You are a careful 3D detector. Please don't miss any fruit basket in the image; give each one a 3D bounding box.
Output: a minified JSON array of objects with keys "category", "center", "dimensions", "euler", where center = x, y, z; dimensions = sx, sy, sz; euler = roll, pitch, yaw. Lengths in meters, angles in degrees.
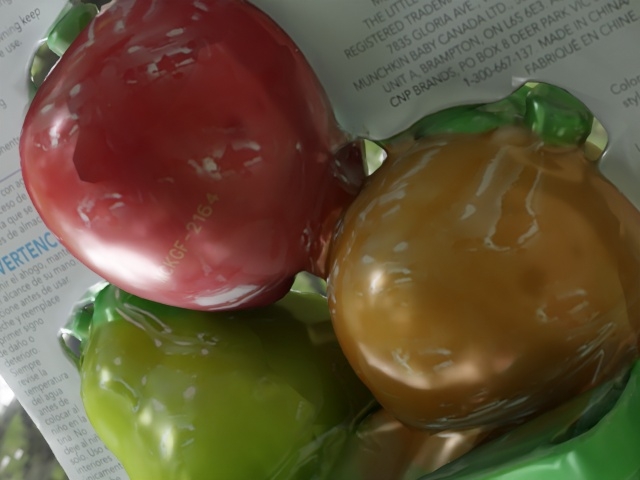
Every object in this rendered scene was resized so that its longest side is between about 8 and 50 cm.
[{"category":"fruit basket","center":[0.000,0.000,0.668],"dimensions":[0.353,0.327,0.165],"euler":[60,-143,-5]}]
